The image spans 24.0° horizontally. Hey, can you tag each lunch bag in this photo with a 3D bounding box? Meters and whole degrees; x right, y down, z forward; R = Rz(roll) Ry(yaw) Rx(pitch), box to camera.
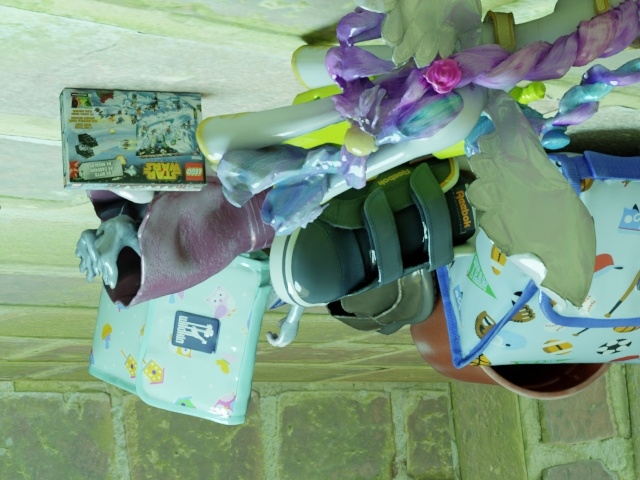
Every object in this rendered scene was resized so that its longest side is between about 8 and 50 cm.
[{"bbox_3d":[0.365,0.014,1.904,0.327,0.239,0.385,0,152,-21],"label":"lunch bag"},{"bbox_3d":[-0.167,0.099,1.923,0.160,0.223,0.262,5,-171,-40],"label":"lunch bag"}]

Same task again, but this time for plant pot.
[{"bbox_3d":[0.272,0.106,2.235,0.272,0.272,0.265,-1,172,-20],"label":"plant pot"}]

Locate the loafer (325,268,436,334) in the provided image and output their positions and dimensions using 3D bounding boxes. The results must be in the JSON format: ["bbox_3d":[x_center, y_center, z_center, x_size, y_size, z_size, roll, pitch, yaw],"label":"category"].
[{"bbox_3d":[0.083,0.070,2.253,0.130,0.134,0.366,2,160,-11],"label":"loafer"}]

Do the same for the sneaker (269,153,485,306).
[{"bbox_3d":[0.085,-0.023,1.628,0.127,0.126,0.321,7,-151,40],"label":"sneaker"}]

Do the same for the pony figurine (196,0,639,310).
[{"bbox_3d":[0.093,-0.115,1.149,0.363,0.303,0.351,-16,-163,33],"label":"pony figurine"}]

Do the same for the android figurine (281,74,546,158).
[{"bbox_3d":[0.093,-0.128,1.502,0.273,0.056,0.248,-12,167,40],"label":"android figurine"}]

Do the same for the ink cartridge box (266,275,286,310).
[{"bbox_3d":[0.006,0.006,1.905,0.097,0.046,0.207,-18,159,-47],"label":"ink cartridge box"}]

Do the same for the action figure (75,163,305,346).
[{"bbox_3d":[-0.089,-0.046,1.686,0.370,0.248,0.276,-14,129,-17],"label":"action figure"}]

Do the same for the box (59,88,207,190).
[{"bbox_3d":[-0.180,-0.096,1.447,0.137,0.094,0.027,1,167,-22],"label":"box"}]

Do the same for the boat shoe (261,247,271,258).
[{"bbox_3d":[0.000,0.000,2.034,0.227,0.081,0.068,4,170,-28],"label":"boat shoe"}]
